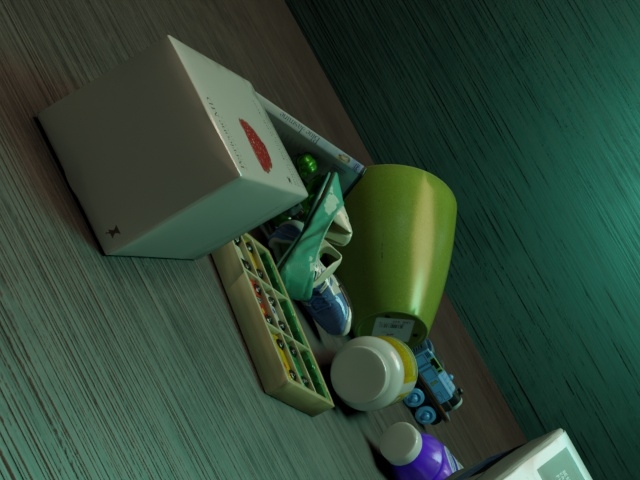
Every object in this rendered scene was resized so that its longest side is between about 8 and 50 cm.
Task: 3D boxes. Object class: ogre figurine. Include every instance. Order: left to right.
[{"bbox_3d":[-0.045,-0.070,1.886,0.118,0.097,0.197,26,-24,35],"label":"ogre figurine"}]

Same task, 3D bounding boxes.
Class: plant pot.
[{"bbox_3d":[0.129,0.054,2.129,0.275,0.274,0.294,51,30,-42],"label":"plant pot"}]

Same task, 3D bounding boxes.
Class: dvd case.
[{"bbox_3d":[-0.051,-0.155,1.879,0.253,0.022,0.180,34,-20,-2],"label":"dvd case"}]

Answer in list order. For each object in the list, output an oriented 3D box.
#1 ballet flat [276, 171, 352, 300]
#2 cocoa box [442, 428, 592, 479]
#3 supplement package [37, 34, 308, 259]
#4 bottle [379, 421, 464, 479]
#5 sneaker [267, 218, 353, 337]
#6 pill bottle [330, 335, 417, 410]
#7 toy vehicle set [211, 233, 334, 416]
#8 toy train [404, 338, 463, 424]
[{"bbox_3d":[0.000,0.000,1.754,0.087,0.083,0.247,28,54,-1],"label":"ballet flat"},{"bbox_3d":[0.252,0.459,1.402,0.231,0.228,0.347,-22,81,-43],"label":"cocoa box"},{"bbox_3d":[-0.157,-0.094,1.295,0.177,0.175,0.293,63,11,7],"label":"supplement package"},{"bbox_3d":[0.186,0.391,1.843,0.283,0.092,0.118,51,15,-42],"label":"bottle"},{"bbox_3d":[-0.022,0.068,1.818,0.211,0.080,0.081,58,27,3],"label":"sneaker"},{"bbox_3d":[0.082,0.209,1.773,0.118,0.117,0.208,62,11,10],"label":"pill bottle"},{"bbox_3d":[-0.073,0.104,1.545,0.267,0.035,0.166,66,11,26],"label":"toy vehicle set"},{"bbox_3d":[0.209,0.281,2.209,0.184,0.105,0.080,57,11,-19],"label":"toy train"}]
